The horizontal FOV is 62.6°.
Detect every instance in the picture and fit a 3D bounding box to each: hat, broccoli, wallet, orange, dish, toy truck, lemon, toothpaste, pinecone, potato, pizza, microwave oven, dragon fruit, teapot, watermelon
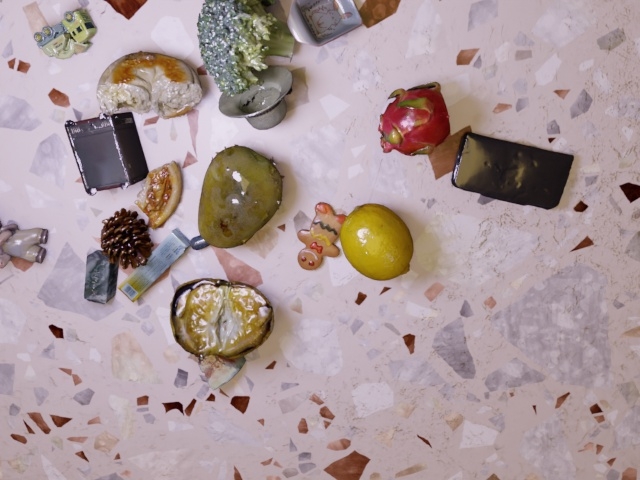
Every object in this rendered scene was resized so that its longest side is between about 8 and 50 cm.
[{"bbox_3d":[-0.184,-0.428,1.673,0.257,0.257,0.130,-18,138,9],"label":"hat"},{"bbox_3d":[-0.229,-0.634,1.559,0.338,0.317,0.277,53,145,4],"label":"broccoli"},{"bbox_3d":[0.630,-0.223,1.728,0.377,0.051,0.197,12,104,0],"label":"wallet"},{"bbox_3d":[-0.341,0.273,1.855,0.369,0.210,0.271,7,83,1],"label":"orange"},{"bbox_3d":[0.000,-0.672,1.593,0.234,0.064,0.154,-34,103,-22],"label":"dish"},{"bbox_3d":[-0.812,-0.650,1.692,0.191,0.085,0.116,-25,112,14],"label":"toy truck"},{"bbox_3d":[0.184,0.006,1.735,0.236,0.236,0.263,-20,87,9],"label":"lemon"},{"bbox_3d":[-0.598,0.090,1.899,0.313,0.071,0.089,-43,97,14],"label":"toothpaste"},{"bbox_3d":[-0.667,0.007,1.807,0.168,0.185,0.212,-19,69,-17],"label":"pinecone"},{"bbox_3d":[-0.266,-0.128,1.740,0.270,0.219,0.359,25,114,7],"label":"potato"},{"bbox_3d":[-0.553,-0.156,1.814,0.134,0.056,0.271,21,112,-35],"label":"pizza"},{"bbox_3d":[-0.708,-0.291,1.741,0.188,0.178,0.247,-9,105,4],"label":"microwave oven"},{"bbox_3d":[0.291,-0.369,1.636,0.227,0.224,0.224,-5,106,8],"label":"dragon fruit"},{"bbox_3d":[-0.420,-0.003,1.875,0.083,0.063,0.049,-20,136,3],"label":"teapot"},{"bbox_3d":[-0.407,0.432,1.984,0.154,0.094,0.241,-40,97,6],"label":"watermelon"}]

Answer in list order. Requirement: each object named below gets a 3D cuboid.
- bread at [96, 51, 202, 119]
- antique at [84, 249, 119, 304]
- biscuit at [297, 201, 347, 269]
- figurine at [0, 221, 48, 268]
[{"bbox_3d":[-0.547,-0.493,1.660,0.314,0.171,0.192,-14,65,-20],"label":"bread"},{"bbox_3d":[-0.798,0.137,1.918,0.088,0.086,0.183,12,107,2],"label":"antique"},{"bbox_3d":[0.000,0.000,1.847,0.165,0.036,0.250,30,106,-4],"label":"biscuit"},{"bbox_3d":[-1.170,-0.018,1.856,0.380,0.203,0.248,13,114,-12],"label":"figurine"}]
